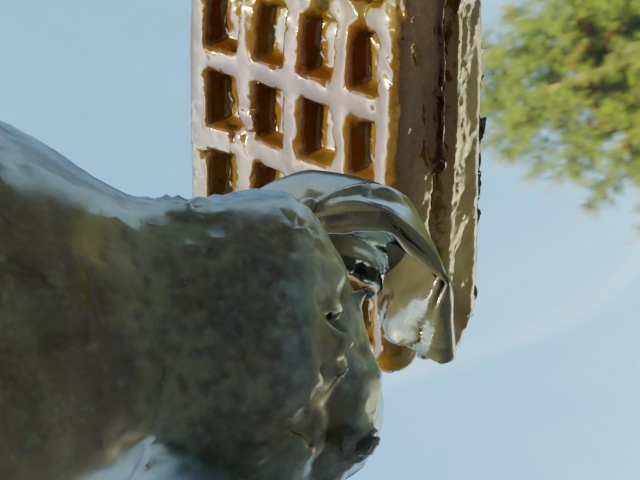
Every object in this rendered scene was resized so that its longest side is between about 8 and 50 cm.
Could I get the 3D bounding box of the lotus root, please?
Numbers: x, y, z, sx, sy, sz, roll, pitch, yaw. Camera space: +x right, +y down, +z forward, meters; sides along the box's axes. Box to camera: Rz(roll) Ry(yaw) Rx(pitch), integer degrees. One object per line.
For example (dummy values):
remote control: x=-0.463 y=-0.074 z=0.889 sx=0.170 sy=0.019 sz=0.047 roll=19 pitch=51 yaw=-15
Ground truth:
lotus root: x=-0.159 y=0.061 z=0.352 sx=0.349 sy=0.175 sz=0.175 roll=-26 pitch=-82 yaw=-3

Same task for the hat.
hat: x=0.000 y=0.000 z=0.897 sx=0.147 sy=0.175 sz=0.085 roll=3 pitch=-78 yaw=8

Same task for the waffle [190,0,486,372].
waffle: x=0.008 y=-0.089 z=1.262 sx=0.098 sy=0.224 sz=0.327 roll=-24 pitch=-56 yaw=-41
